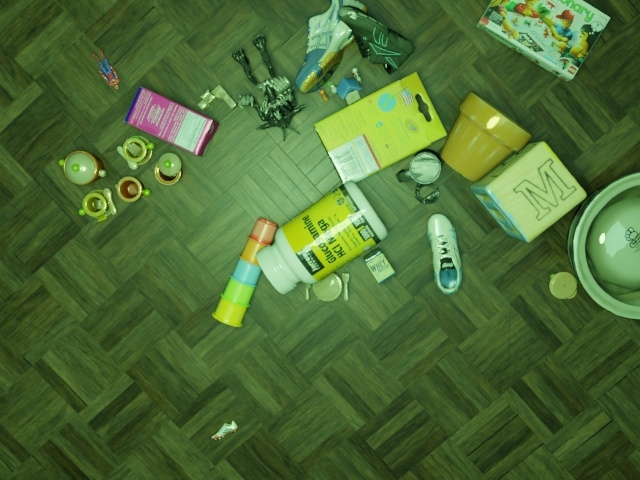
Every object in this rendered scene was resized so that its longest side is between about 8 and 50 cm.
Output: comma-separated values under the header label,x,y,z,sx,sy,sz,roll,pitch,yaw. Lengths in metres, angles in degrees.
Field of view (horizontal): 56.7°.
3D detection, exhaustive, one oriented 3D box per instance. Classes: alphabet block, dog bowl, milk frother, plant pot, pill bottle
label,x,y,z,sx,sy,sz,roll,pitch,yaw
alphabet block,0.561,-0.135,1.625,0.197,0.192,0.193,-40,96,6
dog bowl,0.881,0.009,1.655,0.409,0.150,0.407,0,97,1
milk frother,0.295,-0.171,1.648,0.129,0.135,0.143,-40,92,19
plant pot,0.434,-0.270,1.619,0.205,0.205,0.187,34,111,-3
pill bottle,0.000,0.000,1.615,0.334,0.188,0.187,-34,95,6

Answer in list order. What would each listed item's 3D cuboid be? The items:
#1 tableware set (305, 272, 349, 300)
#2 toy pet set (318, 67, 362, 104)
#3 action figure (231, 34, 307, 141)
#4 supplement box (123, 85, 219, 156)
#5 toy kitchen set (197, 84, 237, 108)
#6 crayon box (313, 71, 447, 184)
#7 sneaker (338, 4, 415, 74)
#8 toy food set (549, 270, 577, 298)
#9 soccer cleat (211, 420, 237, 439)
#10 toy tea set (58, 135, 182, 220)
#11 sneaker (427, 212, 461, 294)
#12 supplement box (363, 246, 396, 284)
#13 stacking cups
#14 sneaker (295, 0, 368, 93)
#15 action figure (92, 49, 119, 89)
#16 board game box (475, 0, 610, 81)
label,x,y,z,sx,sy,sz,roll,pitch,yaw
tableware set,0.022,0.079,1.731,0.129,0.039,0.194,0,90,13
toy pet set,0.057,-0.430,1.633,0.122,0.065,0.114,-28,56,3
action figure,-0.148,-0.407,1.629,0.164,0.141,0.275,-25,95,15
supplement box,-0.411,-0.328,1.655,0.220,0.111,0.113,26,95,-3
toy kitchen set,-0.292,-0.384,1.669,0.083,0.068,0.075,-41,94,5
crayon box,0.165,-0.306,1.665,0.319,0.081,0.202,-26,95,4
sneaker,0.142,-0.532,1.584,0.268,0.101,0.106,17,117,-40
toy food set,0.710,0.130,1.734,0.084,0.020,0.082,0,96,1
soccer cleat,-0.292,0.573,1.793,0.083,0.029,0.035,-23,87,0
toy tea set,-0.559,-0.190,1.665,0.336,0.124,0.199,-22,95,3
sneaker,0.359,0.038,1.697,0.085,0.086,0.237,-11,95,4
supplement box,0.168,0.072,1.703,0.056,0.083,0.083,-33,94,4
stacking cups,-0.216,0.086,1.714,0.096,0.096,0.316,21,92,-1
sneaker,0.003,-0.544,1.636,0.131,0.112,0.296,34,84,6
action figure,-0.605,-0.481,1.685,0.038,0.030,0.115,-30,97,-1
board game box,0.613,-0.604,1.640,0.306,0.053,0.192,30,95,-2
